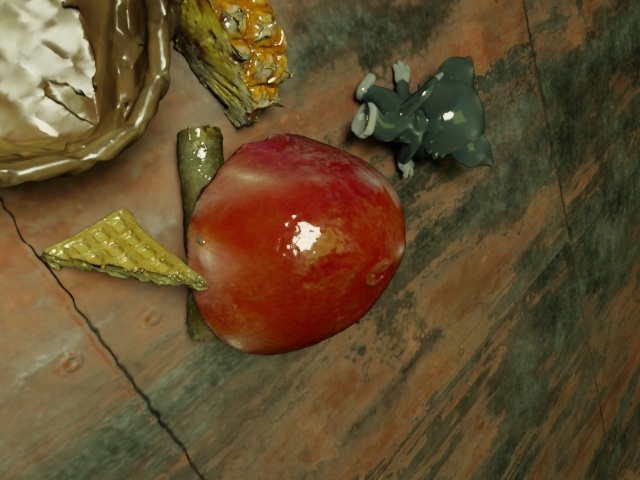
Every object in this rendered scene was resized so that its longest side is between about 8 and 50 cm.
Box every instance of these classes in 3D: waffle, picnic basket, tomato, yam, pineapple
[{"bbox_3d":[-0.195,0.030,0.458,0.097,0.153,0.023,-40,151,-31],"label":"waffle"},{"bbox_3d":[-0.220,-0.204,0.295,0.293,0.337,0.336,-13,103,-36],"label":"picnic basket"},{"bbox_3d":[0.006,0.001,0.551,0.309,0.170,0.308,-4,95,-58],"label":"tomato"},{"bbox_3d":[-0.136,-0.006,0.546,0.061,0.061,0.252,-8,102,-37],"label":"yam"},{"bbox_3d":[-0.102,-0.236,0.496,0.079,0.135,0.233,-47,119,-25],"label":"pineapple"}]

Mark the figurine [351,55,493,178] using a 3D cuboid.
[{"bbox_3d":[0.155,-0.203,0.703,0.265,0.140,0.192,0,79,-52],"label":"figurine"}]
